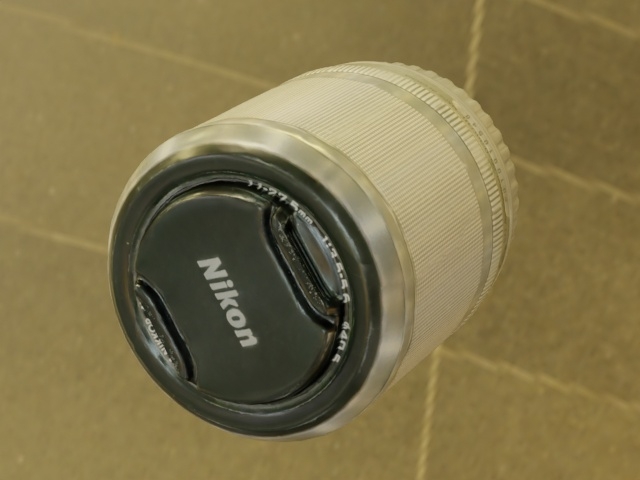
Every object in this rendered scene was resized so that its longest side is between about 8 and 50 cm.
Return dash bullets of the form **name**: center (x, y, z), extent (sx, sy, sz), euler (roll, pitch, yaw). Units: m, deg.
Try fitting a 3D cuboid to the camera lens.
- **camera lens**: center (0.000, 0.000, 1.390), extent (0.219, 0.219, 0.274), euler (32, 28, 14)
